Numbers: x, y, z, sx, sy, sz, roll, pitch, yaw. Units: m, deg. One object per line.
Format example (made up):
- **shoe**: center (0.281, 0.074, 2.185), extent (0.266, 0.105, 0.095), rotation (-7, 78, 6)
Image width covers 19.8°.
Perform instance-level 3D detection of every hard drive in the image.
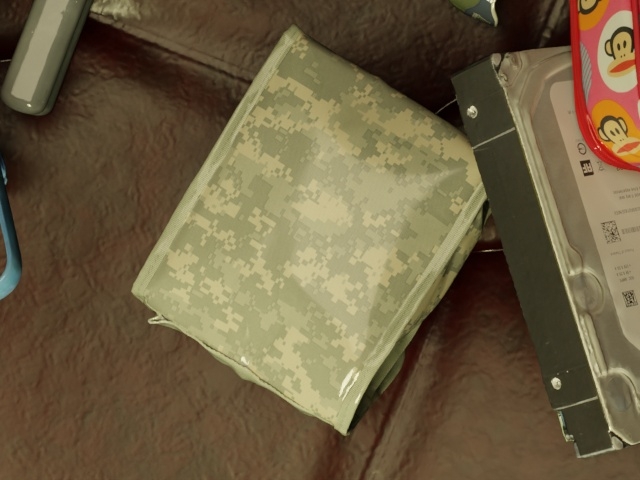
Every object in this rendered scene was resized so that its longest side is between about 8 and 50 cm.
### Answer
- **hard drive**: center (0.256, -0.002, 1.553), extent (0.064, 0.237, 0.339), rotation (-23, 80, 49)

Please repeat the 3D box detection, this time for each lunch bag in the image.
- **lunch bag**: center (0.351, -0.185, 1.537), extent (0.293, 0.120, 0.258), rotation (3, 78, -25)
- **lunch bag**: center (0.000, 0.000, 1.617), extent (0.235, 0.169, 0.287), rotation (33, 86, 9)

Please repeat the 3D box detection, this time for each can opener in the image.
- **can opener**: center (-0.207, -0.244, 1.713), extent (0.095, 0.076, 0.283), rotation (21, 92, 0)

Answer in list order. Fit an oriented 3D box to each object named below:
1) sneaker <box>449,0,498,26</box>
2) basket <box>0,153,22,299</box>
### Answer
- **sneaker**: center (0.192, -0.276, 1.664), extent (0.192, 0.064, 0.086), rotation (-44, 88, 4)
- **basket**: center (-0.401, -0.052, 1.654), extent (0.255, 0.201, 0.289), rotation (-14, 62, 9)
